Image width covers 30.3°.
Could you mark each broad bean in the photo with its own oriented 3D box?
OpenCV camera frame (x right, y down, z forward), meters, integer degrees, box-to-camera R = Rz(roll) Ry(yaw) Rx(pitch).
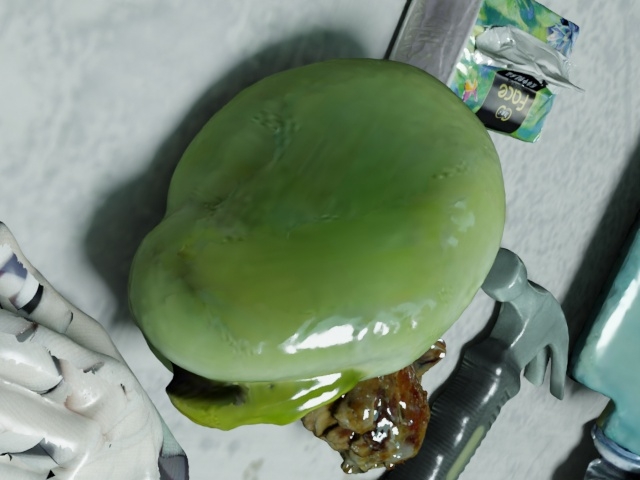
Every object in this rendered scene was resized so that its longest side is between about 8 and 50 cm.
[{"bbox_3d":[0.000,0.000,0.617,0.228,0.169,0.100,-57,-179,-12],"label":"broad bean"}]

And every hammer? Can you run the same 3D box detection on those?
[{"bbox_3d":[0.106,0.131,0.886,0.226,0.041,0.159,-53,137,-13],"label":"hammer"}]

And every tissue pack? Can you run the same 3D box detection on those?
[{"bbox_3d":[0.108,-0.111,0.723,0.111,0.079,0.085,14,99,-49],"label":"tissue pack"}]

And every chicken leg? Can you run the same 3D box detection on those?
[{"bbox_3d":[0.018,0.056,0.732,0.125,0.080,0.196,-49,132,-31],"label":"chicken leg"}]

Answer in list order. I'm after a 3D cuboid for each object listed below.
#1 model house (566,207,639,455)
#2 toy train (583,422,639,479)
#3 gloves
[{"bbox_3d":[0.358,0.065,1.013,0.280,0.230,0.249,-64,165,5],"label":"model house"},{"bbox_3d":[0.371,0.240,1.102,0.299,0.202,0.131,-12,120,-43],"label":"toy train"},{"bbox_3d":[-0.141,0.082,0.548,0.127,0.111,0.212,-49,146,-8],"label":"gloves"}]
